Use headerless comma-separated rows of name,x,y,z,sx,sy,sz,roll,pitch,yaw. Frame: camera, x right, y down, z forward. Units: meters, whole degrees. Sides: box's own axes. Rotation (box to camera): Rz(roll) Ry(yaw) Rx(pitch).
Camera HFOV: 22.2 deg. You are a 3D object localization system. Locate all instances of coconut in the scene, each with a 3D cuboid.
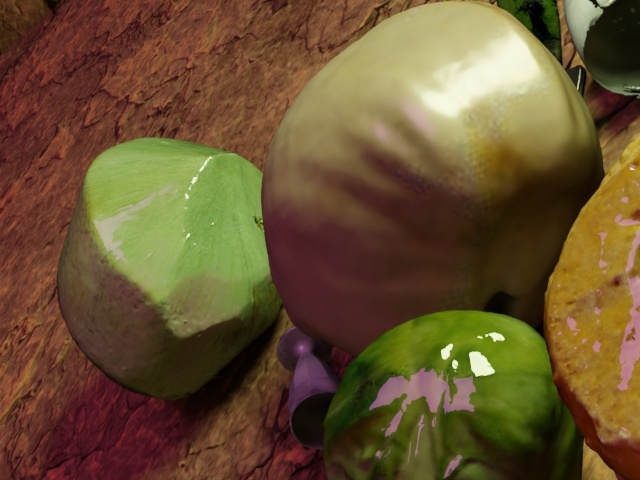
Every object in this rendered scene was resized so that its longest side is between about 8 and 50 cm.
coconut,-0.172,0.018,1.963,0.328,0.281,0.328,-54,-10,-14

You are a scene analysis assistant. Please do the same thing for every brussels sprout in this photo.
brussels sprout,0.108,0.198,1.371,0.219,0.210,0.271,-3,66,30

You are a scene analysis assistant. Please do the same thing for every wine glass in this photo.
wine glass,0.315,-0.281,1.748,0.143,0.143,0.321,-37,31,25
wine glass,-0.006,0.156,1.758,0.073,0.073,0.155,-44,23,13

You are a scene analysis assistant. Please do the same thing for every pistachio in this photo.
pistachio,0.099,-0.043,1.594,0.445,0.281,0.365,-32,61,56

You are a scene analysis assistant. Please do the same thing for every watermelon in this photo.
watermelon,0.227,-0.260,1.762,0.063,0.245,0.119,-12,9,14

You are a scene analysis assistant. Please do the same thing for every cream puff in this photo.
cream puff,0.331,0.056,1.161,0.343,0.231,0.327,38,100,49

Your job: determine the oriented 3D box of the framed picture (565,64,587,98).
framed picture,0.142,-0.032,1.772,0.347,0.016,0.265,-19,51,48
